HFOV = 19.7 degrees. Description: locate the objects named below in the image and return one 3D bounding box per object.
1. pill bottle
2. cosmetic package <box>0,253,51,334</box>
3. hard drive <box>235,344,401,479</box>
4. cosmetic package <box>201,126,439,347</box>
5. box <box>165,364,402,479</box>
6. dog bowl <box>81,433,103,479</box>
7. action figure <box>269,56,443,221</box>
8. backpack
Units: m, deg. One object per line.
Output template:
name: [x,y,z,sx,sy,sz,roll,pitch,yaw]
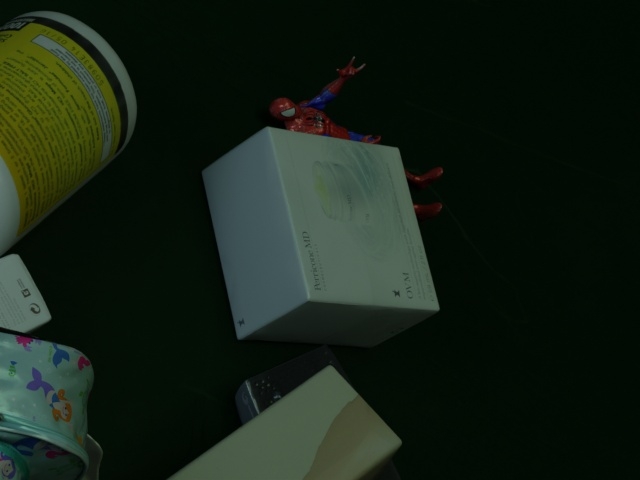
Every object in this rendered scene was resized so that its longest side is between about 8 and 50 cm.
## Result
pill bottle: [-0.348,-0.089,1.879,0.188,0.188,0.334,52,40,-8]
cosmetic package: [-0.386,0.100,1.783,0.231,0.117,0.085,-26,85,-51]
hard drive: [0.006,0.260,2.126,0.172,0.054,0.254,-21,82,-50]
cosmetic package: [0.000,0.000,2.217,0.225,0.138,0.224,5,63,-42]
box: [-0.075,0.275,1.910,0.121,0.148,0.311,46,51,13]
dog bowl: [-0.322,0.313,1.690,0.349,0.102,0.348,17,55,-25]
action figure: [0.067,-0.132,2.370,0.280,0.139,0.091,25,49,-30]
backpack: [-0.321,0.162,1.561,0.254,0.225,0.191,10,58,-27]
